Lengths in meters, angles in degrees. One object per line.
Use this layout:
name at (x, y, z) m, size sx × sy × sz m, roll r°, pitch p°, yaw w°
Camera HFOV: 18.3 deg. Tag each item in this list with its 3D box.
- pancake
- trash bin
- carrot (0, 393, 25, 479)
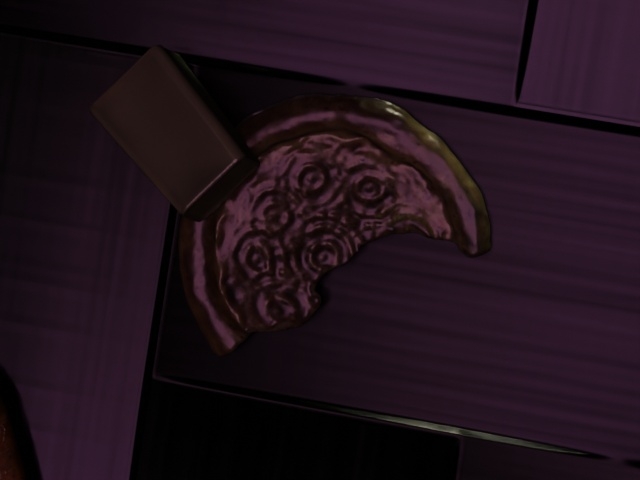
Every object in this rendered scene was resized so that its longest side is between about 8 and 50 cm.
pancake at (0.000, 0.000, 1.226) m, size 0.184 × 0.020 × 0.190 m, roll 31°, pitch 98°, yaw 4°
trash bin at (-0.087, -0.064, 1.210) m, size 0.061 × 0.043 × 0.092 m, roll -43°, pitch 71°, yaw 9°
carrot at (-0.198, 0.158, 1.259) m, size 0.035 × 0.035 × 0.165 m, roll -20°, pitch 93°, yaw 9°
